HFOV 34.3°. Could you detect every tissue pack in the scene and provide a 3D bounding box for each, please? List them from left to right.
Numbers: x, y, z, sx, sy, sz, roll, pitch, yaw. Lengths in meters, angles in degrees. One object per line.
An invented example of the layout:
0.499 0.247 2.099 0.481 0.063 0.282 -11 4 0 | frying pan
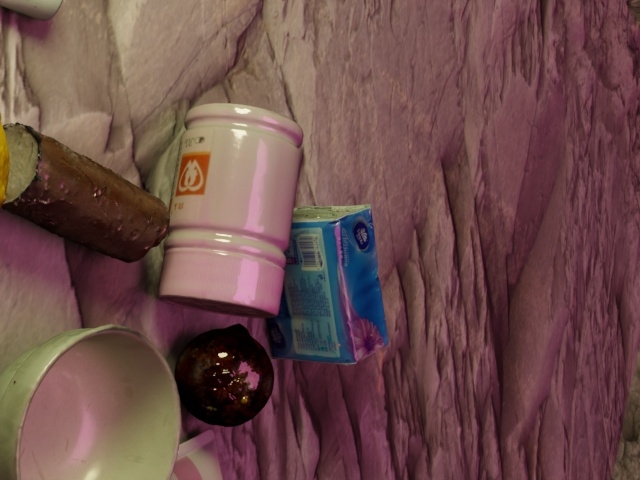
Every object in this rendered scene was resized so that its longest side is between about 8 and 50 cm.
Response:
0.004 0.076 1.874 0.146 0.198 0.263 -21 106 -49 | tissue pack

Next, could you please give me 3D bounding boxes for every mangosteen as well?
-0.158 0.218 1.712 0.184 0.172 0.172 -93 163 -63 | mangosteen

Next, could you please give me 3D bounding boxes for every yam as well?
-0.348 -0.058 1.485 0.279 0.131 0.131 32 65 -49 | yam

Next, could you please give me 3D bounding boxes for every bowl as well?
-0.348 0.269 1.434 0.307 0.163 0.307 3 86 -57 | bowl

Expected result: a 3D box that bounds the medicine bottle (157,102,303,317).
-0.145 -0.044 1.681 0.202 0.202 0.316 23 71 -50 | medicine bottle

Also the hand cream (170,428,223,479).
-0.194 0.507 1.693 0.185 0.118 0.359 -21 100 -47 | hand cream

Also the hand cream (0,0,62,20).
-0.480 -0.385 1.378 0.320 0.067 0.109 22 73 -45 | hand cream

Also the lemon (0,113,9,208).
-0.496 -0.087 1.186 0.322 0.268 0.268 -39 119 -48 | lemon
